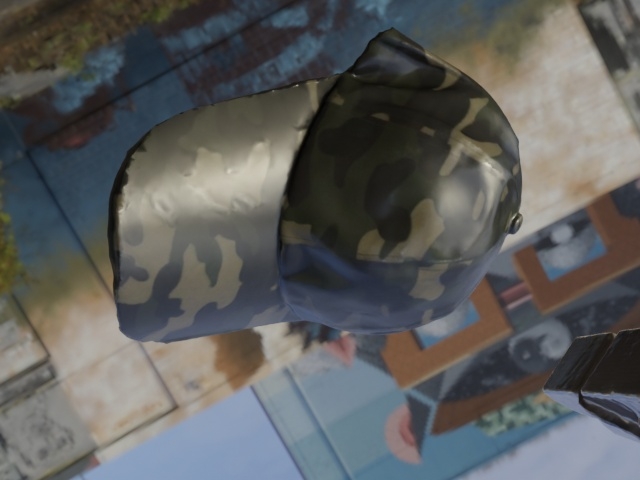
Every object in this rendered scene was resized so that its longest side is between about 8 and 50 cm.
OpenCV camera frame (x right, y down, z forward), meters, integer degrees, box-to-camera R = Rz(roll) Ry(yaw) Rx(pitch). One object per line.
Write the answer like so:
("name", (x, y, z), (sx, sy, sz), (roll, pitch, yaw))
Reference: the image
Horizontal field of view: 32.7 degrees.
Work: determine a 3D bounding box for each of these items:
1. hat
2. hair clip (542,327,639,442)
("hat", (0.000, 0.000, 1.082), (0.257, 0.366, 0.382), (22, -144, 35))
("hair clip", (0.258, 0.112, 0.803), (0.085, 0.101, 0.331), (-60, -179, -5))
